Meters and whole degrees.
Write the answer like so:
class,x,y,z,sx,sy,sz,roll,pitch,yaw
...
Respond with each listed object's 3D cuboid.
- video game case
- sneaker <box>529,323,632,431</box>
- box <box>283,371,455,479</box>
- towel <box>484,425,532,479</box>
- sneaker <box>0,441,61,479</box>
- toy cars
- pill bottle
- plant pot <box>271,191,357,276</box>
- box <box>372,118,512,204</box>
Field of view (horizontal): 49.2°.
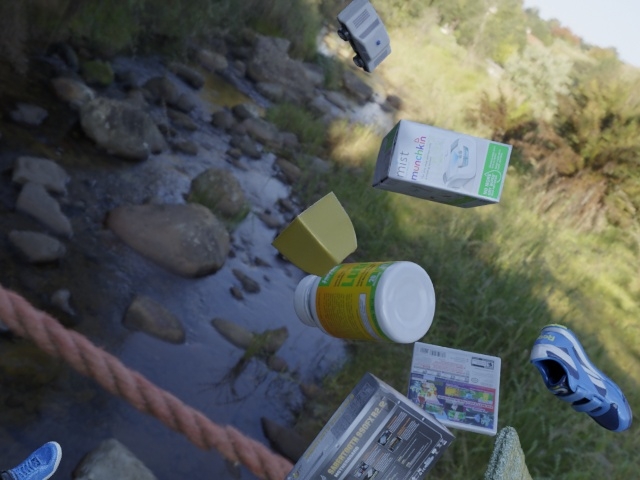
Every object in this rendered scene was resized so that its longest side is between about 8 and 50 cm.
class,x,y,z,sx,sy,sz,roll,pitch,yaw
video game case,0.299,0.331,1.574,0.201,0.023,0.183,11,56,4
sneaker,0.291,0.166,0.795,0.144,0.053,0.059,49,52,5
box,0.077,0.352,1.114,0.183,0.231,0.056,37,-1,-24
towel,0.211,0.282,0.775,0.148,0.027,0.110,-33,106,-64
sneaker,-0.592,0.466,1.395,0.058,0.152,0.084,45,-2,21
toy cars,0.137,-0.567,1.613,0.177,0.393,0.087,-15,39,-35
pill bottle,0.067,0.108,1.237,0.136,0.136,0.246,18,-15,-39
plant pot,0.000,0.000,0.953,0.083,0.081,0.081,50,49,3
box,0.243,-0.151,1.479,0.231,0.126,0.262,13,0,-2
